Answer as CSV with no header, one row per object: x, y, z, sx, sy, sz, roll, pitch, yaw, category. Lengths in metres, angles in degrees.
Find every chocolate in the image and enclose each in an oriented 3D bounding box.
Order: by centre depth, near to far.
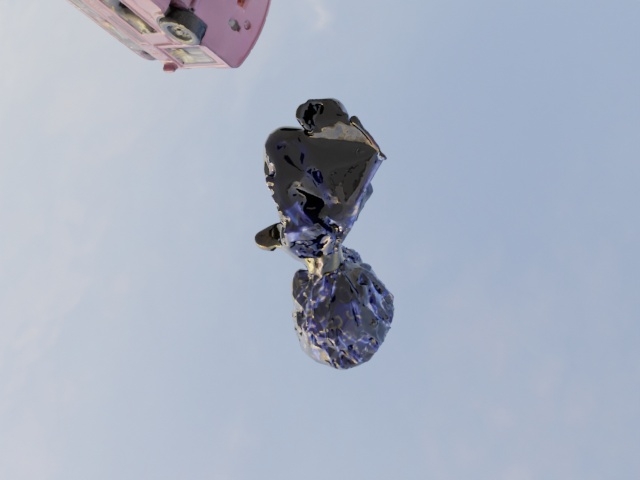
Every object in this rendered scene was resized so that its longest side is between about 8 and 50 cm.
0.000,-0.005,1.045,0.148,0.343,0.126,7,-129,14,chocolate

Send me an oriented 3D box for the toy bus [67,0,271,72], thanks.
-0.116,-0.161,0.509,0.090,0.203,0.063,7,-112,45,toy bus
